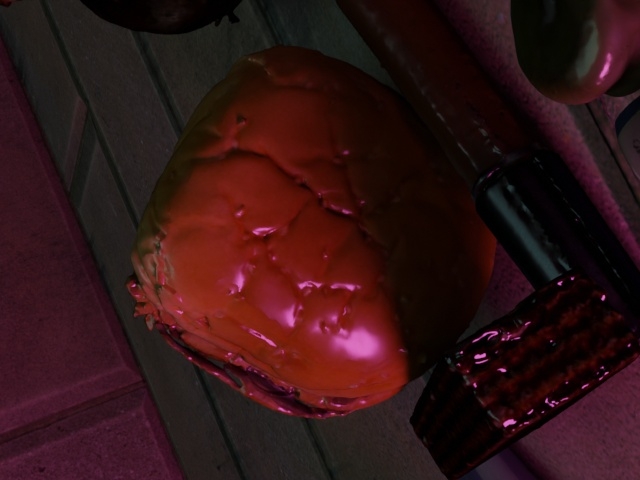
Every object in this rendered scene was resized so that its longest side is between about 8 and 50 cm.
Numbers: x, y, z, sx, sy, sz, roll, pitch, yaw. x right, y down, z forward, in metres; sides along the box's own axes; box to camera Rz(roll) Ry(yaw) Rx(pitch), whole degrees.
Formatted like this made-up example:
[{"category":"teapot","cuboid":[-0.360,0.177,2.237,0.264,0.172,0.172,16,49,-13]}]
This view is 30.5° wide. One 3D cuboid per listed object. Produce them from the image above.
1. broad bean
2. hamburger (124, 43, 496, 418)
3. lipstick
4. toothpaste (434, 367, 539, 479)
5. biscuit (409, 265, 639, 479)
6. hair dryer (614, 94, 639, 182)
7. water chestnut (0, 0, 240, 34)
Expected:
[{"category":"broad bean","cuboid":[0.174,-0.193,0.755,0.153,0.072,0.206,23,117,58]},{"category":"hamburger","cuboid":[0.000,0.000,0.989,0.318,0.319,0.158,69,161,2]},{"category":"lipstick","cuboid":[0.126,-0.085,0.921,0.418,0.077,0.077,58,155,24]},{"category":"toothpaste","cuboid":[0.188,0.263,1.084,0.371,0.080,0.125,-133,31,-54]},{"category":"biscuit","cuboid":[0.138,0.115,0.883,0.073,0.107,0.388,57,172,14]},{"category":"hair dryer","cuboid":[0.277,-0.050,0.669,0.167,0.067,0.199,57,141,7]},{"category":"water chestnut","cuboid":[-0.206,-0.343,1.148,0.335,0.347,0.335,45,154,30]}]
